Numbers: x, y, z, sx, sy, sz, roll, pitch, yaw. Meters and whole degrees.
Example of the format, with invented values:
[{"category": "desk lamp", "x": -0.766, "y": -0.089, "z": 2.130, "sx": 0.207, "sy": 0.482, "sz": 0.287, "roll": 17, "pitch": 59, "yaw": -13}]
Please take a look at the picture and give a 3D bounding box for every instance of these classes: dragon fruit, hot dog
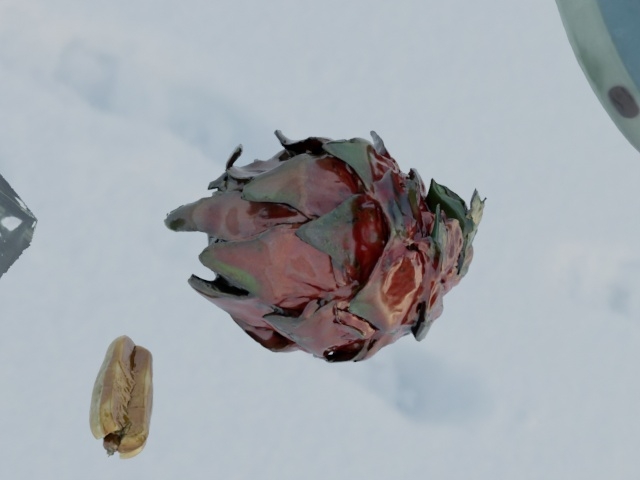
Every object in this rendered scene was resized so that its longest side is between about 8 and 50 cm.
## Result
[{"category": "dragon fruit", "x": 0.008, "y": 0.004, "z": 1.298, "sx": 0.182, "sy": 0.188, "sz": 0.182, "roll": -37, "pitch": 142, "yaw": -36}, {"category": "hot dog", "x": -0.155, "y": 0.125, "z": 1.400, "sx": 0.056, "sy": 0.041, "sz": 0.133, "roll": 36, "pitch": 27, "yaw": -20}]

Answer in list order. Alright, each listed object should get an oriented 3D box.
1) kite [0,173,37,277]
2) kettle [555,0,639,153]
[{"category": "kite", "x": -0.290, "y": 0.035, "z": 1.264, "sx": 0.141, "sy": 0.245, "sz": 0.015, "roll": 39, "pitch": 21, "yaw": 22}, {"category": "kettle", "x": 0.402, "y": -0.199, "z": 1.399, "sx": 0.319, "sy": 0.342, "sz": 0.247, "roll": 54, "pitch": 33, "yaw": -22}]
